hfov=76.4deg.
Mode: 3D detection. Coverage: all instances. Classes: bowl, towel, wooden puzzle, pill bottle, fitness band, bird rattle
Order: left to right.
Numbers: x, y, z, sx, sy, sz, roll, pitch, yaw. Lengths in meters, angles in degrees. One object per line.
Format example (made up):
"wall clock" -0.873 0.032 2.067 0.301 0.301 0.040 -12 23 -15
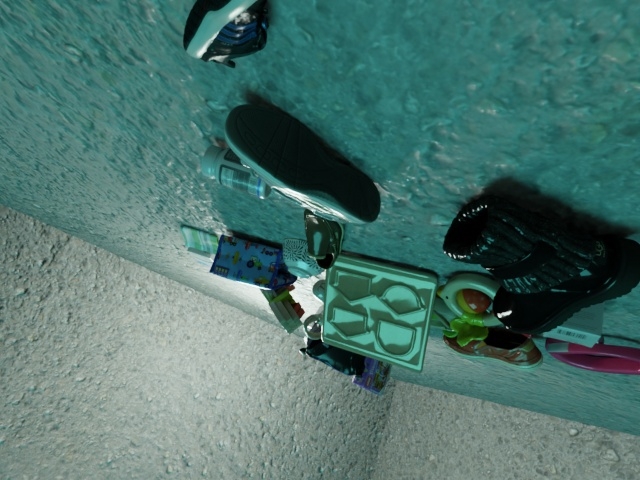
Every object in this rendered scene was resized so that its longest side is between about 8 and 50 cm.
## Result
"towel" -0.439 0.003 1.496 0.152 0.023 0.113 16 143 12
"pill bottle" -0.163 -0.140 0.818 0.137 0.078 0.078 19 160 5
"bowl" -0.052 0.067 1.244 0.170 0.080 0.170 19 161 7
"wooden puzzle" 0.166 0.202 1.201 0.322 0.080 0.347 13 118 22
"bird rattle" 0.402 0.165 0.999 0.207 0.143 0.253 41 154 -6
"fitness band" 0.774 0.317 1.131 0.209 0.054 0.291 22 161 -12

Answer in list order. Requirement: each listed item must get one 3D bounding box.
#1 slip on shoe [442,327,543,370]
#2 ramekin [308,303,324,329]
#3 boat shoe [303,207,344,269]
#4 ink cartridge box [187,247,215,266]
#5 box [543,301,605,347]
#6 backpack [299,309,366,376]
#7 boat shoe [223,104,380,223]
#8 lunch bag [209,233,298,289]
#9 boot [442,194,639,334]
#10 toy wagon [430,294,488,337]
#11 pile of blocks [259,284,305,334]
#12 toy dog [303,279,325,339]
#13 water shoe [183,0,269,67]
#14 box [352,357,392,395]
"slip on shoe" 0.543 0.329 1.324 0.331 0.123 0.101 0 119 55
"ramekin" 0.085 0.386 1.831 0.273 0.127 0.273 22 166 6
"boat shoe" 0.008 0.002 0.993 0.095 0.095 0.257 14 159 18
"ink cartridge box" -0.455 0.048 1.615 0.104 0.060 0.180 16 159 12
"box" 0.562 0.174 0.908 0.101 0.087 0.102 10 158 27
"backpack" 0.094 0.351 1.571 0.276 0.263 0.213 29 -164 -18
"boat shoe" -0.034 -0.114 0.713 0.320 0.118 0.103 25 156 -32
"lunch bag" -0.211 0.095 1.427 0.221 0.138 0.293 14 172 13
"boot" 0.337 0.053 0.743 0.260 0.131 0.348 14 149 -2
"toy wagon" 0.358 0.233 1.290 0.344 0.068 0.267 3 154 39
"pile of blocks" -0.146 0.189 1.489 0.149 0.113 0.362 61 171 -30
"toy dog" 0.124 0.266 1.382 0.334 0.220 0.161 20 170 -19
"water shoe" -0.089 -0.265 0.469 0.080 0.073 0.203 8 175 -37
"box" 0.247 0.484 1.710 0.057 0.293 0.201 9 157 37
